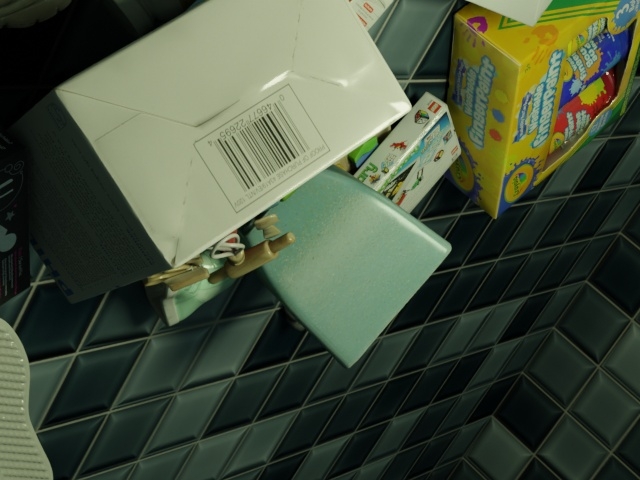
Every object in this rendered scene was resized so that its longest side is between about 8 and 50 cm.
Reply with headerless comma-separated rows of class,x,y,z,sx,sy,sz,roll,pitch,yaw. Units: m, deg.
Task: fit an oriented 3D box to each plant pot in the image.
plant pot,0.000,0.000,2.219,0.252,0.247,0.248,40,90,-22

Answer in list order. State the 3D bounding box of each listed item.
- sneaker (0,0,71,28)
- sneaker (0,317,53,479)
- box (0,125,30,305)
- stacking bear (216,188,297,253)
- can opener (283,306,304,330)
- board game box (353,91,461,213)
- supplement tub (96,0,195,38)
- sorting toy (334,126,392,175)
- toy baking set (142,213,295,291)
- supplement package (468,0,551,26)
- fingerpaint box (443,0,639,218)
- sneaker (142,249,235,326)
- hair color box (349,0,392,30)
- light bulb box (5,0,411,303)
sneaker,-0.382,-0.250,1.460,0.286,0.109,0.130,-42,146,-28
sneaker,-0.475,0.238,2.012,0.126,0.127,0.321,-33,128,-40
box,-0.426,-0.036,1.609,0.142,0.163,0.247,-35,153,-33
stacking bear,-0.061,-0.133,2.020,0.289,0.164,0.175,-35,173,-10
can opener,0.064,0.074,2.654,0.283,0.095,0.076,-40,154,-16
board game box,0.118,-0.091,2.469,0.305,0.053,0.193,-49,156,-8
supplement tub,-0.170,-0.335,1.597,0.199,0.144,0.144,-44,156,-7
sorting toy,0.047,-0.107,2.423,0.208,0.038,0.193,-42,155,-11
toy baking set,-0.128,0.025,1.961,0.256,0.030,0.196,-26,170,29
supplement package,0.276,-0.458,2.139,0.204,0.145,0.262,-55,155,17
fingerpaint box,0.405,-0.304,2.559,0.371,0.163,0.445,-37,154,-22
sneaker,-0.194,0.027,2.163,0.151,0.094,0.256,-34,163,-15
hair color box,0.020,-0.309,2.058,0.167,0.053,0.093,-48,155,6
light bulb box,-0.157,-0.124,1.652,0.358,0.225,0.361,-35,-173,-26
